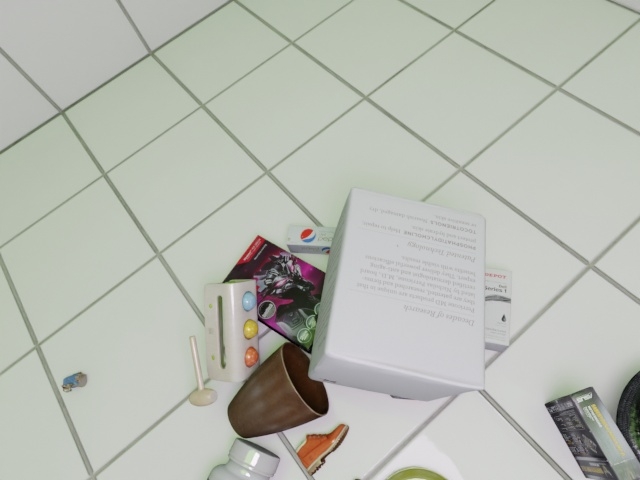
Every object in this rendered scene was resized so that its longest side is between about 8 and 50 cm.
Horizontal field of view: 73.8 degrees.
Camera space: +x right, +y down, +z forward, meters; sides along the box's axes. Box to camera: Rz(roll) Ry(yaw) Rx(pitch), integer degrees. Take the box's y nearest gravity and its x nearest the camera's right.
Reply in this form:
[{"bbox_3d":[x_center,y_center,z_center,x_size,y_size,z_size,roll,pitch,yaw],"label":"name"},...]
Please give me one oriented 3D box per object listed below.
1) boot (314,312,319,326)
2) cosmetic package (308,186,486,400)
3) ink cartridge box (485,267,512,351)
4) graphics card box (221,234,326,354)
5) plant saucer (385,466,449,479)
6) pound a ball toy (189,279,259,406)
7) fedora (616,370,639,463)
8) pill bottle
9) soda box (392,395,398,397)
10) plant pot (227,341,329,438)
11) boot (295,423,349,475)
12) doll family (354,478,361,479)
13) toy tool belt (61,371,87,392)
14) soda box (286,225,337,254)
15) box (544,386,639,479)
[{"bbox_3d":[0.089,0.244,1.249,0.208,0.190,0.076,-24,25,-39],"label":"boot"},{"bbox_3d":[0.173,0.146,1.030,0.327,0.329,0.394,12,64,-3],"label":"cosmetic package"},{"bbox_3d":[0.451,0.188,1.214,0.160,0.093,0.220,7,66,14],"label":"ink cartridge box"},{"bbox_3d":[-0.115,0.164,1.337,0.370,0.094,0.233,29,72,22],"label":"graphics card box"},{"bbox_3d":[0.244,0.686,1.034,0.240,0.037,0.241,-5,63,10],"label":"plant saucer"},{"bbox_3d":[-0.256,0.277,1.189,0.135,0.208,0.320,-3,89,25],"label":"pound a ball toy"},{"bbox_3d":[0.828,0.446,0.977,0.333,0.153,0.334,-4,61,6],"label":"fedora"},{"bbox_3d":[-0.223,0.674,1.051,0.176,0.176,0.319,17,68,18],"label":"pill bottle"},{"bbox_3d":[0.243,0.306,1.200,0.092,0.083,0.264,1,64,9],"label":"soda box"},{"bbox_3d":[-0.131,0.430,1.159,0.230,0.215,0.215,-34,61,9],"label":"plant pot"},{"bbox_3d":[0.004,0.539,1.146,0.158,0.059,0.084,-42,59,-10],"label":"boot"},{"bbox_3d":[0.061,0.675,1.050,0.192,0.076,0.111,-20,21,-7],"label":"doll family"},{"bbox_3d":[-0.789,0.447,1.347,0.083,0.051,0.052,-20,61,1],"label":"toy tool belt"},{"bbox_3d":[0.000,0.000,1.411,0.216,0.069,0.074,3,64,11],"label":"soda box"},{"bbox_3d":[0.614,0.445,0.975,0.056,0.231,0.183,-23,61,3],"label":"box"}]
